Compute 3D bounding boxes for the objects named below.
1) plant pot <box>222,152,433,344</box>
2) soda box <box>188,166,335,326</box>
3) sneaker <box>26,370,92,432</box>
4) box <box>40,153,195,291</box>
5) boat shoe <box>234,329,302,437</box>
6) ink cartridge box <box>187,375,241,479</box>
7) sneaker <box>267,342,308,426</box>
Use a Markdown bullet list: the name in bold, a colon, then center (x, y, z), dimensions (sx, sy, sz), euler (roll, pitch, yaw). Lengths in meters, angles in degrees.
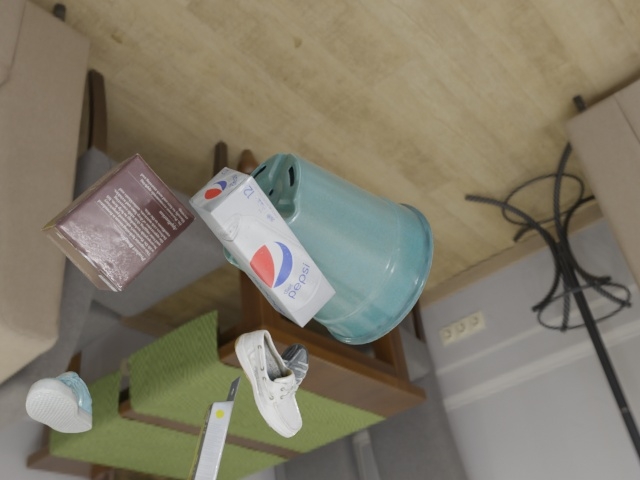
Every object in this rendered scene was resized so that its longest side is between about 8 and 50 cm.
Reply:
- **plant pot**: center (0.000, 0.000, 1.416), dimensions (0.334, 0.341, 0.341), euler (31, 129, -32)
- **soda box**: center (-0.094, 0.015, 1.145), dimensions (0.091, 0.098, 0.286), euler (-45, 124, -15)
- **sneaker**: center (-0.740, 0.433, 1.912), dimensions (0.135, 0.150, 0.366), euler (-7, 151, -11)
- **box**: center (-0.385, -0.032, 1.283), dimensions (0.168, 0.203, 0.167), euler (51, 155, -19)
- **boat shoe**: center (-0.105, 0.342, 1.614), dimensions (0.096, 0.098, 0.277), euler (-23, 98, 30)
- **ink cartridge box**: center (-0.301, 0.534, 1.892), dimensions (0.072, 0.307, 0.303), euler (13, 162, -8)
- **sneaker**: center (-0.102, 0.387, 1.819), dimensions (0.086, 0.228, 0.132), euler (21, 167, -6)
